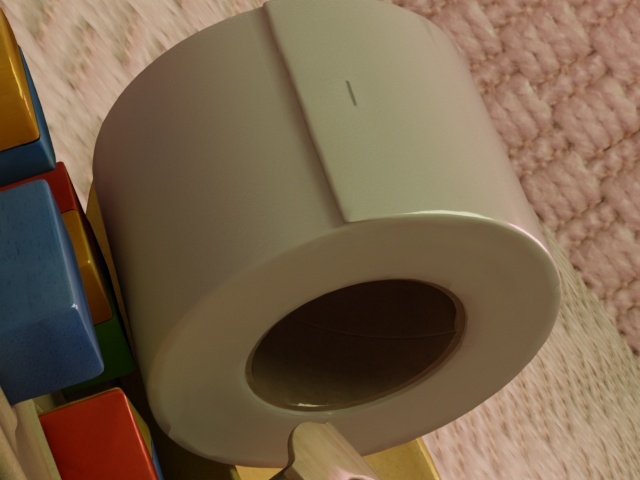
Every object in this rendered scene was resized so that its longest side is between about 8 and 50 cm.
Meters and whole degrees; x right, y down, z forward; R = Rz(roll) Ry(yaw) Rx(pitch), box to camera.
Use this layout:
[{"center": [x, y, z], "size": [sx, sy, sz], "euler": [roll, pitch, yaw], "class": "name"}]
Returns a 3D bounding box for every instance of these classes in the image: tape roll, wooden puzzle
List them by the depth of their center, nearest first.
[{"center": [-0.150, 0.024, 0.836], "size": [0.322, 0.080, 0.348], "euler": [-112, -179, -47], "class": "wooden puzzle"}, {"center": [0.000, 0.000, 0.964], "size": [0.246, 0.246, 0.169], "euler": [40, 25, -50], "class": "tape roll"}]

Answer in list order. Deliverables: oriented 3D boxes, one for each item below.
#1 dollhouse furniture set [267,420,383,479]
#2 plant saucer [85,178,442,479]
[{"center": [-0.055, 0.206, 0.872], "size": [0.101, 0.182, 0.161], "euler": [48, 28, 0], "class": "dollhouse furniture set"}, {"center": [-0.034, 0.129, 1.166], "size": [0.333, 0.081, 0.332], "euler": [23, 36, -59], "class": "plant saucer"}]
